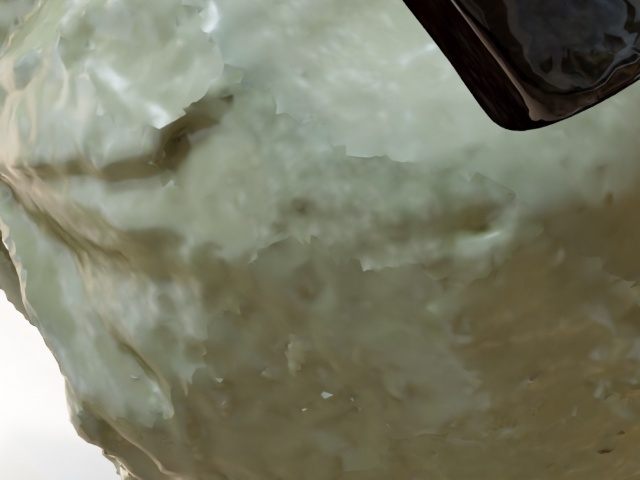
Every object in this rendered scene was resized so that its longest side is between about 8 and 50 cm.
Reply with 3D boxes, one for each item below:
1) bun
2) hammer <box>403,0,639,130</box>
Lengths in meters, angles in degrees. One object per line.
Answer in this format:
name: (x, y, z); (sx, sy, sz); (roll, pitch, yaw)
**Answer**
bun: (0.000, 0.000, 0.616); (0.349, 0.227, 0.352); (50, -9, 44)
hammer: (-0.111, -0.046, 0.307); (0.242, 0.409, 0.095); (52, -11, -8)
